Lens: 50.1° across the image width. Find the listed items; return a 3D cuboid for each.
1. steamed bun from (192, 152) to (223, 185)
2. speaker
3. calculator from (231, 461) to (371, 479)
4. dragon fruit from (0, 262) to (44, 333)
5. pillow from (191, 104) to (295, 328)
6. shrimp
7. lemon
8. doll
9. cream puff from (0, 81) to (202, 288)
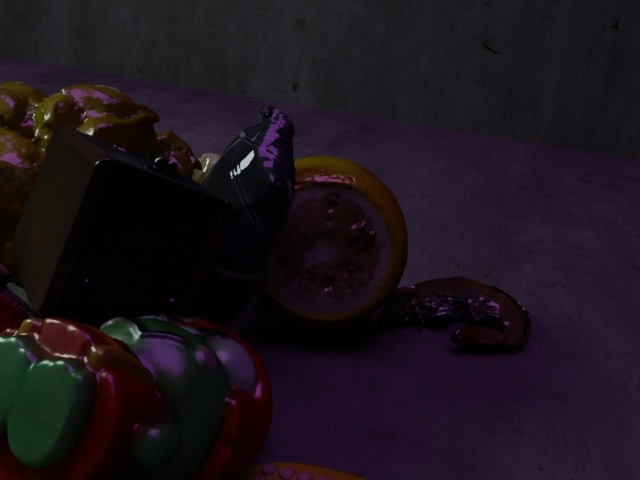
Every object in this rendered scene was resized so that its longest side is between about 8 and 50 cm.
[{"bbox_3d":[-0.153,-0.089,1.207,0.177,0.192,0.106,-10,40,-17],"label":"steamed bun"},{"bbox_3d":[-0.229,-0.013,0.756,0.153,0.193,0.231,20,5,-34],"label":"speaker"},{"bbox_3d":[0.016,0.253,0.584,0.234,0.032,0.146,14,22,22],"label":"calculator"},{"bbox_3d":[-0.364,0.095,0.649,0.274,0.126,0.161,39,16,-33],"label":"dragon fruit"},{"bbox_3d":[-0.119,-0.004,0.822,0.092,0.335,0.161,21,13,-35],"label":"pillow"},{"bbox_3d":[0.205,0.112,1.004,0.253,0.058,0.173,-7,33,-36],"label":"shrimp"},{"bbox_3d":[0.000,0.000,0.965,0.240,0.240,0.219,5,7,-5],"label":"lemon"},{"bbox_3d":[-0.138,0.147,0.607,0.182,0.160,0.363,10,-2,23],"label":"doll"},{"bbox_3d":[-0.330,-0.093,0.944,0.257,0.324,0.291,-31,21,16],"label":"cream puff"}]
